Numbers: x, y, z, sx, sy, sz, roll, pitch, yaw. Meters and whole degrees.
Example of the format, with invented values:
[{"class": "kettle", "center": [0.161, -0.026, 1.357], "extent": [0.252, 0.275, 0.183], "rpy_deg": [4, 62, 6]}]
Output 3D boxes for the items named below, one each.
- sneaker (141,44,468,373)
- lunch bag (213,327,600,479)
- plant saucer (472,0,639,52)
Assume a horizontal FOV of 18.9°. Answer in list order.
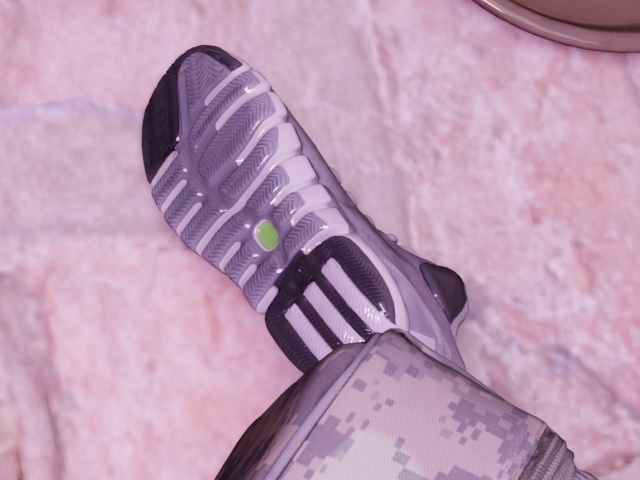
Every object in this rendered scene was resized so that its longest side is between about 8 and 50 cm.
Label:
[{"class": "sneaker", "center": [0.000, 0.000, 0.987], "extent": [0.086, 0.132, 0.228], "rpy_deg": [-46, 53, 17]}, {"class": "lunch bag", "center": [0.049, 0.200, 0.824], "extent": [0.256, 0.305, 0.212], "rpy_deg": [33, 70, -1]}, {"class": "plant saucer", "center": [0.157, -0.233, 1.090], "extent": [0.278, 0.041, 0.277], "rpy_deg": [3, 75, -10]}]
